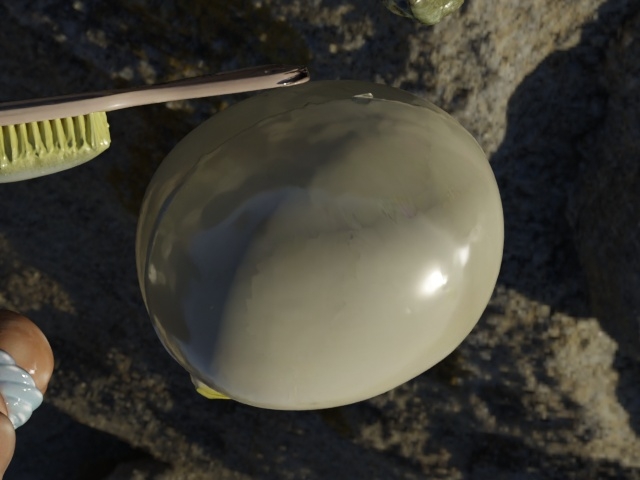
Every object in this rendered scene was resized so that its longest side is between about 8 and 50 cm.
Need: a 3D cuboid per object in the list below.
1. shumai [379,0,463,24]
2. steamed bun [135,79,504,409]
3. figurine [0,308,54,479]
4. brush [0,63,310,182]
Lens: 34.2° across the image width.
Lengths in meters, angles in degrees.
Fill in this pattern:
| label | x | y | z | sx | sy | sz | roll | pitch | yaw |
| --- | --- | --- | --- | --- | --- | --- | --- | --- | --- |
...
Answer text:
| label | x | y | z | sx | sy | sz | roll | pitch | yaw |
| --- | --- | --- | --- | --- | --- | --- | --- | --- | --- |
| shumai | 0.080 | -0.458 | 1.404 | 0.288 | 0.292 | 0.330 | 21 | 176 | 18 |
| steamed bun | 0.002 | 0.004 | 1.048 | 0.374 | 0.334 | 0.334 | -12 | 141 | -16 |
| figurine | -0.439 | 0.161 | 1.003 | 0.276 | 0.248 | 0.388 | -25 | 150 | 3 |
| brush | -0.159 | -0.095 | 0.824 | 0.313 | 0.072 | 0.067 | -11 | 110 | -11 |
